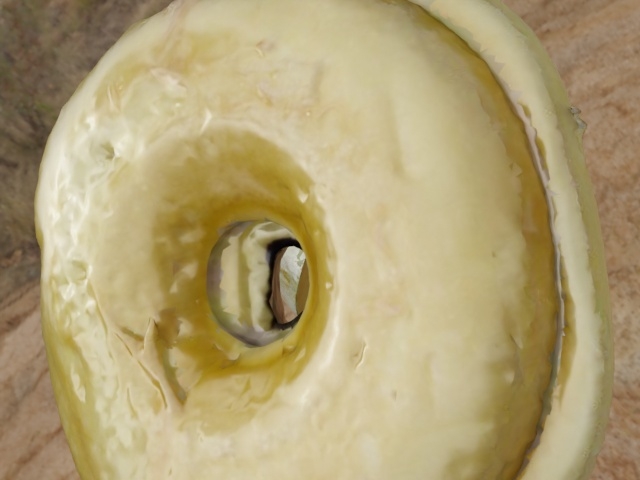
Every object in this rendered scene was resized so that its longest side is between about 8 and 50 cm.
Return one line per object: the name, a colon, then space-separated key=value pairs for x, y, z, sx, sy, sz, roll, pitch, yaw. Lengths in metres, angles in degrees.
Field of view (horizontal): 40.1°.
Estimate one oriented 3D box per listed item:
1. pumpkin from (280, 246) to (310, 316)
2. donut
pumpkin: x=-0.018 y=-0.001 z=1.269 sx=0.110 sy=0.217 sz=0.217 roll=25 pitch=79 yaw=23
donut: x=-0.013 y=0.025 z=0.597 sx=0.449 sy=0.198 sz=0.448 roll=-1 pitch=87 yaw=29
